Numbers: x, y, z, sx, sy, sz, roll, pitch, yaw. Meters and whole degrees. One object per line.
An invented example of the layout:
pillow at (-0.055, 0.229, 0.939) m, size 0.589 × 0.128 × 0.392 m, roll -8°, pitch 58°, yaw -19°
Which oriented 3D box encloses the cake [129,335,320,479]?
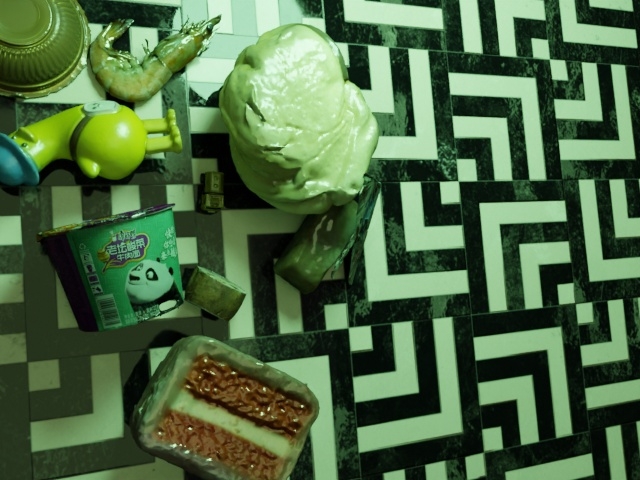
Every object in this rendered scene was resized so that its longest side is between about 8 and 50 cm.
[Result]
cake at (-0.187, 0.332, 1.230) m, size 0.308 × 0.230 × 0.237 m, roll 31°, pitch 72°, yaw -16°

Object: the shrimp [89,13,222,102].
shrimp at (-0.344, -0.414, 1.342) m, size 0.296 × 0.058 × 0.169 m, roll -45°, pitch 99°, yaw -16°

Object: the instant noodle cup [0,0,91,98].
instant noodle cup at (-0.574, -0.411, 1.226) m, size 0.273 × 0.090 × 0.274 m, roll 3°, pitch 83°, yaw -23°

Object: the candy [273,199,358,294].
candy at (0.000, 0.000, 1.409) m, size 0.104 × 0.102 × 0.234 m, roll 37°, pitch 70°, yaw -14°

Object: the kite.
kite at (0.082, -0.021, 1.367) m, size 0.011 × 0.335 × 0.314 m, roll 17°, pitch 46°, yaw 14°

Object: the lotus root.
lotus root at (-0.214, 0.106, 1.304) m, size 0.122 × 0.112 × 0.081 m, roll 31°, pitch 80°, yaw -17°

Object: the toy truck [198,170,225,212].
toy truck at (-0.225, -0.101, 1.353) m, size 0.049 × 0.054 × 0.083 m, roll 3°, pitch 84°, yaw -22°

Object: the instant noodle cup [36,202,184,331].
instant noodle cup at (-0.367, 0.050, 1.189) m, size 0.251 × 0.251 × 0.190 m, roll -15°, pitch 98°, yaw -23°

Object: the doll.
doll at (-0.455, -0.188, 1.240) m, size 0.362 × 0.145 × 0.200 m, roll -9°, pitch 48°, yaw -14°

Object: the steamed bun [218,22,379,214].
steamed bun at (-0.053, -0.240, 1.343) m, size 0.324 × 0.230 × 0.372 m, roll -41°, pitch 102°, yaw -21°
